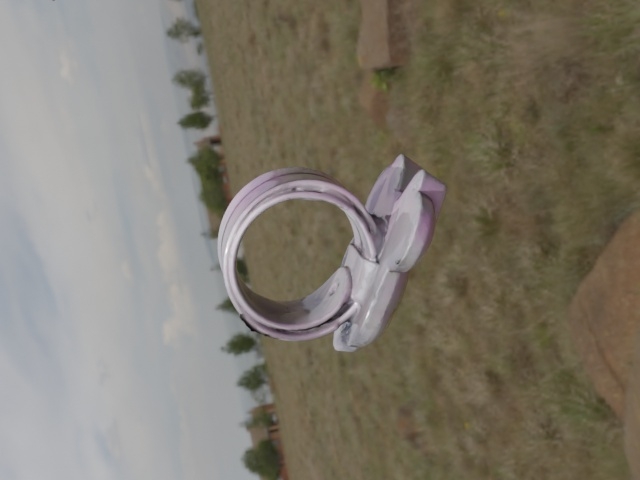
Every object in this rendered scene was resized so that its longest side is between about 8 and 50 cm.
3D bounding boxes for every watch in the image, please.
[{"bbox_3d":[0.000,0.000,1.063,0.211,0.217,0.249,-125,55,-72],"label":"watch"}]
